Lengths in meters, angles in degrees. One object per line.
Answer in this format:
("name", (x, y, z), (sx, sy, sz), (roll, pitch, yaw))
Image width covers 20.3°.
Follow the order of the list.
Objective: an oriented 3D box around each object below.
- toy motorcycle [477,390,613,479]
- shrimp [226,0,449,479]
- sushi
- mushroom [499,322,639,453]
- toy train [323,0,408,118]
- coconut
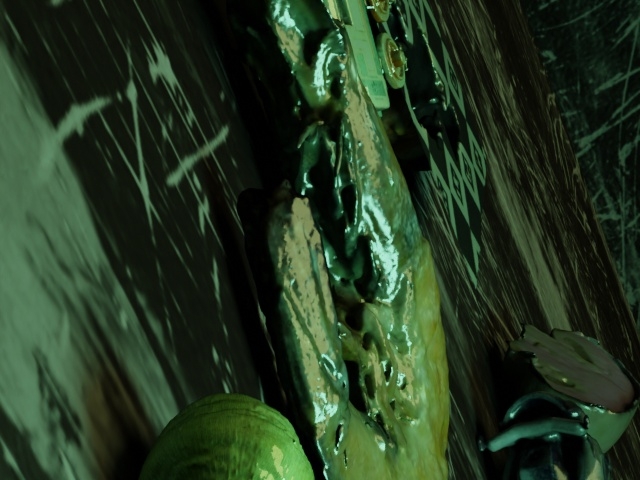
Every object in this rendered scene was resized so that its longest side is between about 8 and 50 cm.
("toy motorcycle", (0.204, 0.237, 1.585), (0.159, 0.106, 0.270), (63, 28, -24))
("shrimp", (0.000, 0.000, 1.151), (0.272, 0.085, 0.445), (-53, 129, -66))
("sushi", (0.074, -0.131, 1.591), (0.292, 0.059, 0.294), (-77, 147, -62))
("mushroom", (0.245, 0.165, 1.801), (0.188, 0.141, 0.117), (-27, 134, -72))
("toy train", (0.004, -0.179, 1.347), (0.125, 0.080, 0.194), (-13, 88, -71))
("coconut", (-0.043, 0.117, 0.826), (0.096, 0.087, 0.088), (-87, 157, -65))
